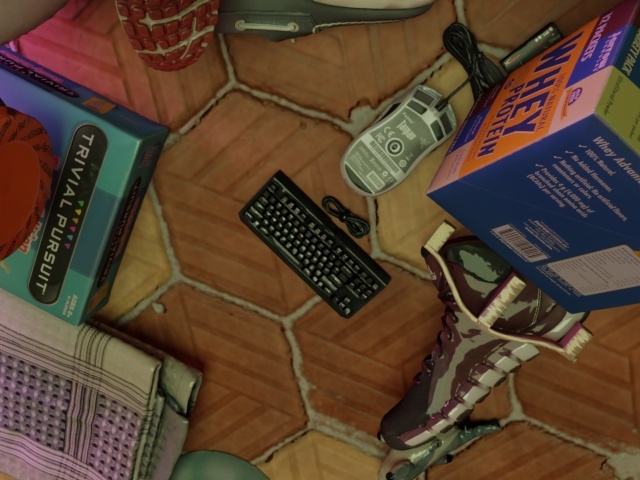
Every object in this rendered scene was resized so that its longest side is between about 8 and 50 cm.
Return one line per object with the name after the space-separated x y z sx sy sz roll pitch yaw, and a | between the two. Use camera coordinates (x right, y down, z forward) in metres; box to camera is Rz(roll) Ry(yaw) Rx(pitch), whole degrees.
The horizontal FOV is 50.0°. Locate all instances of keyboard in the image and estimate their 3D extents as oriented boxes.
0.000 0.000 0.785 0.180 0.023 0.108 44 111 -5 | keyboard

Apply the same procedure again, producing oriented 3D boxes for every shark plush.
0.138 0.250 0.838 0.161 0.073 0.067 -33 120 -1 | shark plush

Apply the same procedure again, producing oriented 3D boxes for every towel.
-0.331 0.235 0.904 0.324 0.056 0.312 23 112 9 | towel

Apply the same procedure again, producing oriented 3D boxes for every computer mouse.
0.100 -0.124 0.713 0.193 0.042 0.106 -39 101 15 | computer mouse

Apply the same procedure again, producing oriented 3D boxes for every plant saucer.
-0.144 0.380 0.934 0.194 0.037 0.195 4 109 12 | plant saucer

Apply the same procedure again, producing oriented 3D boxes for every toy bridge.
0.178 0.061 0.678 0.188 0.026 0.063 39 102 4 | toy bridge

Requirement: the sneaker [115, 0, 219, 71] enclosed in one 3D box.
-0.143 -0.261 0.593 0.088 0.093 0.225 -11 117 -13 | sneaker

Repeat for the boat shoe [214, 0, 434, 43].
-0.039 -0.256 0.687 0.319 0.116 0.099 6 153 3 | boat shoe

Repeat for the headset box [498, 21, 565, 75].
0.226 -0.162 0.676 0.062 0.032 0.083 -36 96 20 | headset box

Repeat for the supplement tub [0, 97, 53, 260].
-0.446 -0.093 0.673 0.315 0.193 0.194 17 111 6 | supplement tub

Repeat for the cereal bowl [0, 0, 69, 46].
-0.361 -0.296 0.647 0.338 0.339 0.141 15 154 7 | cereal bowl

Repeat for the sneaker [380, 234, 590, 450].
0.139 0.090 0.752 0.281 0.106 0.162 -42 90 11 | sneaker

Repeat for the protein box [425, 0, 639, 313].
0.242 -0.057 0.583 0.199 0.136 0.201 37 154 -13 | protein box

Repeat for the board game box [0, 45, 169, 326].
-0.380 -0.087 0.807 0.335 0.079 0.254 27 112 3 | board game box
